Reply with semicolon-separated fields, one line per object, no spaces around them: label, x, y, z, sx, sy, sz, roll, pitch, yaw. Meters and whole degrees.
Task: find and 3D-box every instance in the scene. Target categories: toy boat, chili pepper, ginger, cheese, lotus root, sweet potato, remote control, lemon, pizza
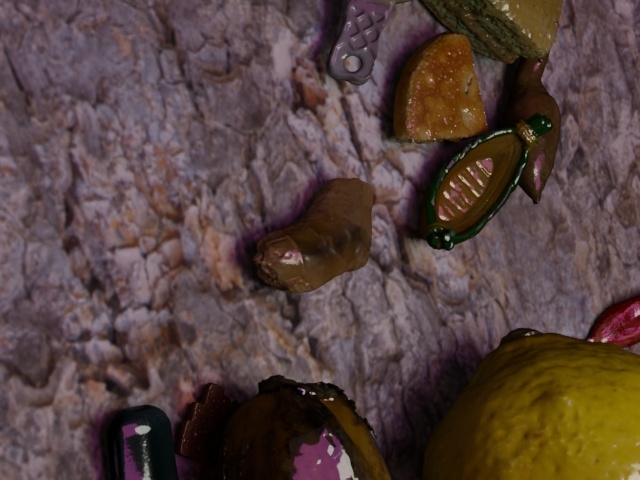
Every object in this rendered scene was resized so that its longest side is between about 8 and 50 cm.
toy boat;0.186;-0.067;1.709;0.089;0.088;0.229;48;64;-15
chili pepper;0.419;0.101;1.902;0.191;0.050;0.059;-22;100;-26
ginger;0.000;-0.002;1.573;0.190;0.069;0.095;-34;109;-38
cheese;0.070;-0.313;1.649;0.163;0.082;0.286;13;82;3
lotus root;0.005;0.328;1.451;0.196;0.179;0.397;-3;83;-51
sweet potato;0.263;-0.162;1.808;0.075;0.075;0.269;21;66;-34
remote control;-0.164;0.272;1.416;0.072;0.042;0.222;-8;88;-41
lemon;0.283;0.275;1.587;0.350;0.350;0.387;7;59;-38
pizza;0.141;-0.163;1.726;0.134;0.046;0.175;51;56;-20

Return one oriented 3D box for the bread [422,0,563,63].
bread;0.206;-0.317;1.768;0.196;0.102;0.138;38;64;-31

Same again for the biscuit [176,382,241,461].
biscuit;-0.114;0.195;1.485;0.092;0.016;0.082;-37;111;-35
